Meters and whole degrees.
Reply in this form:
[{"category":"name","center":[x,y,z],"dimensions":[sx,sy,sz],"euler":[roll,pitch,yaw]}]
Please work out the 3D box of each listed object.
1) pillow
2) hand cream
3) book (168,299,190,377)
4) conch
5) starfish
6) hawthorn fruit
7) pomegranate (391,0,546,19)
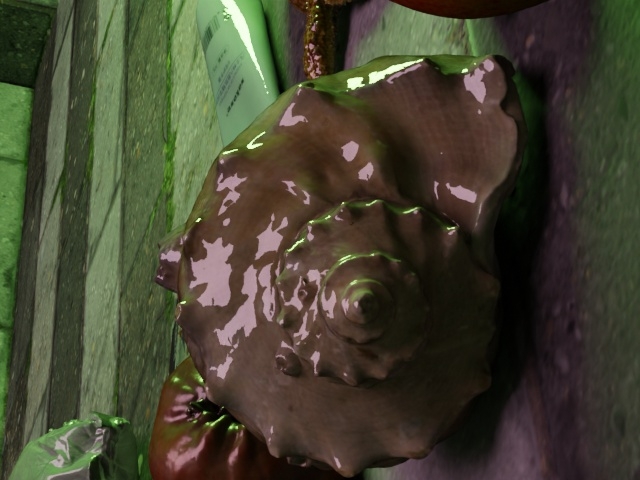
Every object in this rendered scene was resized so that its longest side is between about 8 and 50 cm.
[{"category":"pillow","center":[-0.290,0.343,1.775],"dimensions":[0.310,0.138,0.283],"euler":[157,122,-67]},{"category":"hand cream","center":[-0.073,-0.133,1.497],"dimensions":[0.109,0.067,0.321],"euler":[-54,31,35]},{"category":"book","center":[-0.110,0.062,1.546],"dimensions":[0.231,0.026,0.158],"euler":[137,141,-63]},{"category":"conch","center":[0.013,-0.008,0.946],"dimensions":[0.263,0.186,0.324],"euler":[-60,19,3]},{"category":"starfish","center":[0.009,-0.222,1.304],"dimensions":[0.227,0.043,0.241],"euler":[136,139,-64]},{"category":"hawthorn fruit","center":[-0.041,0.145,1.116],"dimensions":[0.189,0.149,0.149],"euler":[35,-118,-69]},{"category":"pomegranate","center":[0.091,-0.210,0.734],"dimensions":[0.256,0.221,0.221],"euler":[34,120,29]}]
